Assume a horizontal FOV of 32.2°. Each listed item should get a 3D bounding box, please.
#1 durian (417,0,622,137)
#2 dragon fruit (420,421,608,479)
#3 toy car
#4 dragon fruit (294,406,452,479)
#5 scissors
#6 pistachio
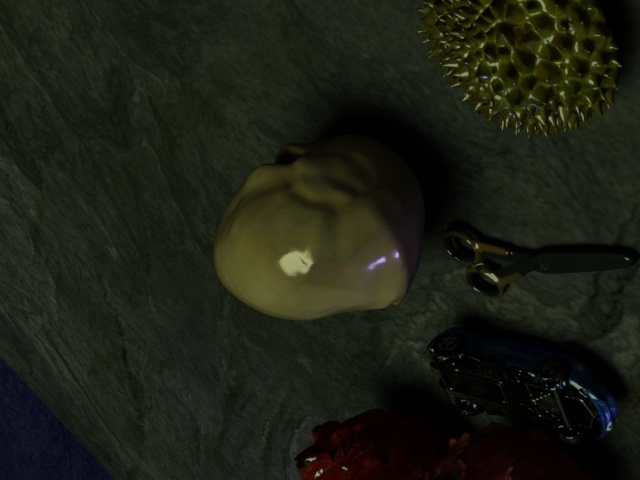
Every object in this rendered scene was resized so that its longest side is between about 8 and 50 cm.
[{"bbox_3d":[0.124,-0.156,0.783,0.208,0.102,0.146,51,159,-3],"label":"durian"},{"bbox_3d":[0.194,0.289,1.161,0.210,0.205,0.268,-28,144,33],"label":"dragon fruit"},{"bbox_3d":[0.203,0.140,1.121,0.216,0.063,0.103,8,136,42],"label":"toy car"},{"bbox_3d":[0.086,0.320,1.363,0.241,0.241,0.252,20,130,41],"label":"dragon fruit"},{"bbox_3d":[0.198,0.019,1.009,0.220,0.017,0.088,-3,126,55],"label":"scissors"},{"bbox_3d":[0.000,0.000,1.079,0.187,0.187,0.299,46,162,-2],"label":"pistachio"}]
